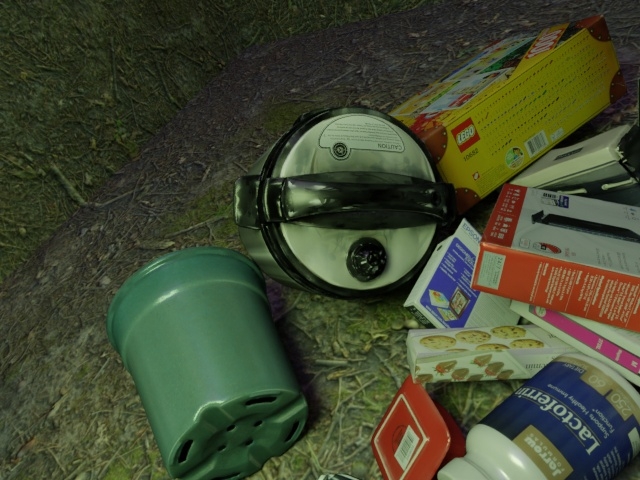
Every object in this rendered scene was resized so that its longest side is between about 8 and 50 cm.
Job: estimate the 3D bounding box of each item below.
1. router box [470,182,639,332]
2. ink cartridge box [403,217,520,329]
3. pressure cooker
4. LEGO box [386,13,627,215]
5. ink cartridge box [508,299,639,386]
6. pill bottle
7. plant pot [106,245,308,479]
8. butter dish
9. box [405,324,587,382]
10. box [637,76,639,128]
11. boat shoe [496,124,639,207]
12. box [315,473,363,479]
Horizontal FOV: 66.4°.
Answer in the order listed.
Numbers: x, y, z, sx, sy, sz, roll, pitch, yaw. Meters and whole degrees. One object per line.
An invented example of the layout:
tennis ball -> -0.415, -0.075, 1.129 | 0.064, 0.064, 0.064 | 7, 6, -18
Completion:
router box -> 0.430, 0.013, 0.801 | 0.301, 0.082, 0.335 | 14, 26, 21
ink cartridge box -> 0.271, 0.102, 0.877 | 0.208, 0.206, 0.045 | -52, 12, -28
pressure cooker -> 0.040, -0.065, 0.982 | 0.370, 0.375, 0.420 | -45, 12, -13
LEGO box -> 0.386, -0.301, 1.190 | 0.500, 0.193, 0.372 | -35, 21, -8
ink cartridge box -> 0.478, 0.141, 0.698 | 0.175, 0.069, 0.371 | -10, 26, -30
pill bottle -> 0.296, 0.284, 0.656 | 0.264, 0.153, 0.153 | -32, 37, -18
plant pot -> -0.204, 0.245, 0.932 | 0.341, 0.341, 0.334 | -33, 46, -5
butter dish -> 0.169, 0.322, 0.764 | 0.160, 0.118, 0.160 | -64, 19, 15
box -> 0.302, 0.177, 0.778 | 0.323, 0.063, 0.067 | -2, 27, 0
box -> 0.684, -0.169, 0.865 | 0.060, 0.270, 0.216 | -38, 38, -10
boat shoe -> 0.528, -0.110, 1.030 | 0.127, 0.158, 0.340 | -41, 10, -20
box -> 0.095, 0.506, 0.301 | 0.297, 0.472, 0.480 | 6, 50, 35
